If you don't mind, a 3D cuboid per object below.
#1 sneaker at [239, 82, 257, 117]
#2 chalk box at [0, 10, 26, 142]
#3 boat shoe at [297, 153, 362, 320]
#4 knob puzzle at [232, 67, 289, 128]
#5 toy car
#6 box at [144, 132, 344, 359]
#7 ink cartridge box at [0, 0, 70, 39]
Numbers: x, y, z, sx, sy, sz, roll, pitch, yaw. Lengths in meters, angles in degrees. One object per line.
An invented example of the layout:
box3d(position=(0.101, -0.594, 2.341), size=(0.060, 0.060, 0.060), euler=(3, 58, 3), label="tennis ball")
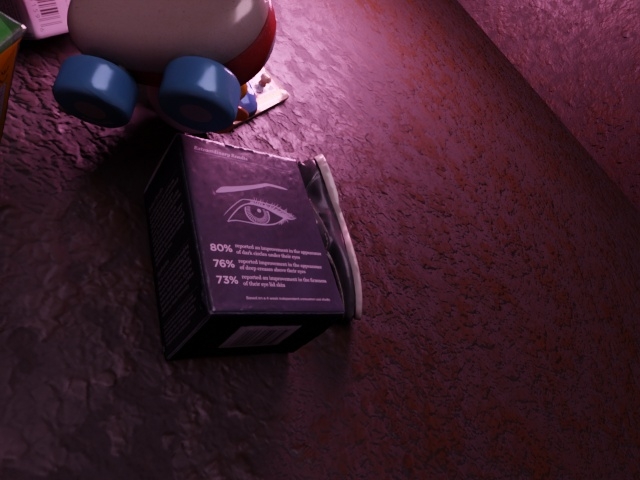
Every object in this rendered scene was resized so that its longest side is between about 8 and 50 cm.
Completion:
box3d(position=(-0.154, -0.261, 0.678), size=(0.069, 0.082, 0.209), euler=(-29, 77, -35), label="sneaker")
box3d(position=(-0.387, -0.114, 0.307), size=(0.289, 0.180, 0.179), euler=(28, 43, -20), label="chalk box")
box3d(position=(0.000, 0.000, 0.655), size=(0.079, 0.084, 0.233), euler=(-15, 72, -6), label="boat shoe")
box3d(position=(-0.152, -0.276, 0.764), size=(0.213, 0.030, 0.213), euler=(23, 46, -26), label="knob puzzle")
box3d(position=(-0.135, -0.195, 0.569), size=(0.210, 0.238, 0.219), euler=(5, 73, 12), label="toy car")
box3d(position=(-0.088, 0.008, 0.526), size=(0.153, 0.108, 0.207), euler=(7, 53, -37), label="box")
box3d(position=(-0.299, -0.399, 0.570), size=(0.060, 0.275, 0.239), euler=(10, 34, 21), label="ink cartridge box")
